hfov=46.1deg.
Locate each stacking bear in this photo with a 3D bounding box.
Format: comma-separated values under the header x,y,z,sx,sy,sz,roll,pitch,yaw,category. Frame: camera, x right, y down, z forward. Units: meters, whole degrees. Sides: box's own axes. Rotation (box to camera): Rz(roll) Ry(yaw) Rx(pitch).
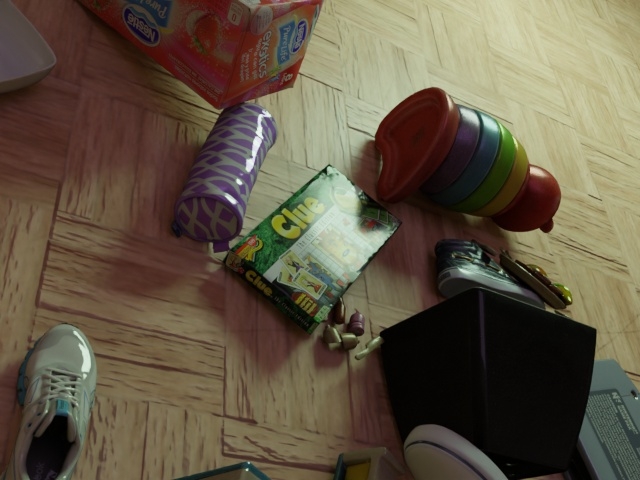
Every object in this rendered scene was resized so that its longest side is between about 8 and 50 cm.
x,y,z,sx,sy,sz,roll,pitch,yaw,category
0.247,-0.102,1.157,0.289,0.164,0.175,24,45,-26,stacking bear

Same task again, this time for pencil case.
x,y,z,sx,sy,sz,roll,pitch,yaw,category
-0.109,-0.083,0.917,0.088,0.086,0.206,58,33,-36,pencil case

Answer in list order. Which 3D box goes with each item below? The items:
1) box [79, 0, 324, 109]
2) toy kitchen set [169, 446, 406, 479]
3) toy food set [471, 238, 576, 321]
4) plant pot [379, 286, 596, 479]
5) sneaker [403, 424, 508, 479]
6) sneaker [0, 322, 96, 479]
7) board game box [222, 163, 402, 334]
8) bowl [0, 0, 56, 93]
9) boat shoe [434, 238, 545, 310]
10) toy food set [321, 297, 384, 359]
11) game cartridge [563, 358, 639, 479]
x,y,z,sx,sy,sz,roll,pitch,yaw,category
-0.165,-0.318,0.972,0.300,0.142,0.154,39,39,19,box
-0.033,0.238,0.712,0.207,0.122,0.166,48,37,-26,toy kitchen set
0.318,0.053,1.117,0.192,0.038,0.132,40,4,-3,toy food set
0.189,0.181,0.866,0.188,0.188,0.166,20,60,-24,plant pot
0.158,0.307,0.758,0.258,0.094,0.091,57,42,-6,sneaker
-0.223,0.147,0.640,0.071,0.083,0.190,17,47,-24,sneaker
0.000,0.000,0.958,0.136,0.030,0.259,37,40,5,board game box
-0.386,-0.214,0.834,0.142,0.053,0.142,49,43,6,bowl
0.246,0.055,1.086,0.183,0.065,0.083,22,44,-23,boat shoe
0.017,0.094,0.916,0.122,0.019,0.078,47,41,16,toy food set
0.409,0.305,1.015,0.198,0.062,0.297,6,53,-39,game cartridge
